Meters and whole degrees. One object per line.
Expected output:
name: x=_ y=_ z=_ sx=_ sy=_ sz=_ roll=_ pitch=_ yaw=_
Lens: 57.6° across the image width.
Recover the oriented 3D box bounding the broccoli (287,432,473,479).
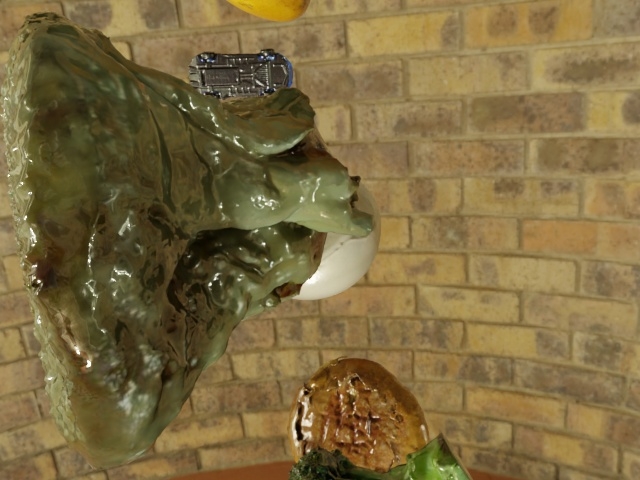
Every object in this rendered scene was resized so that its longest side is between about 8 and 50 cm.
broccoli: x=0.092 y=0.410 z=0.841 sx=0.297 sy=0.297 sz=0.297 roll=-36 pitch=-163 yaw=7

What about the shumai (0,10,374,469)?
shumai: x=-0.125 y=-0.012 z=0.577 sx=0.323 sy=0.397 sz=0.324 roll=-9 pitch=-177 yaw=-29

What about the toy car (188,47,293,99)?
toy car: x=-0.165 y=-0.347 z=1.218 sx=0.216 sy=0.103 sz=0.063 roll=-4 pitch=-157 yaw=-7

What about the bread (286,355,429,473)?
bread: x=0.100 y=0.492 z=1.510 sx=0.358 sy=0.337 sz=0.204 roll=43 pitch=179 yaw=23

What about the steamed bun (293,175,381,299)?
steamed bun: x=0.000 y=0.000 z=0.982 sx=0.232 sy=0.145 sz=0.232 roll=-16 pitch=-128 yaw=22

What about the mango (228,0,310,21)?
mango: x=-0.124 y=-0.508 z=1.155 sx=0.219 sy=0.112 sz=0.145 roll=12 pitch=-175 yaw=-19
